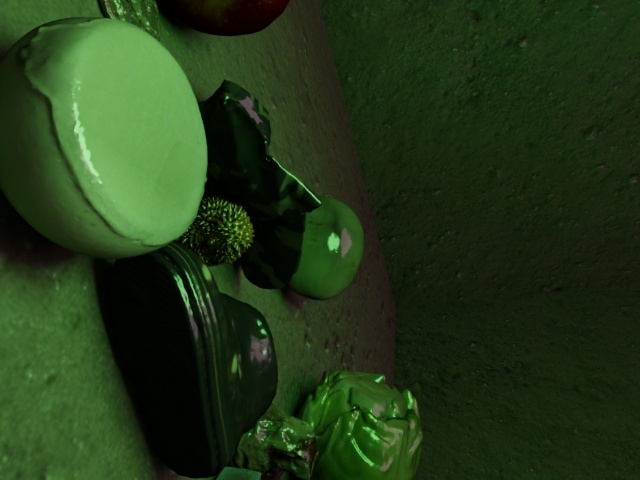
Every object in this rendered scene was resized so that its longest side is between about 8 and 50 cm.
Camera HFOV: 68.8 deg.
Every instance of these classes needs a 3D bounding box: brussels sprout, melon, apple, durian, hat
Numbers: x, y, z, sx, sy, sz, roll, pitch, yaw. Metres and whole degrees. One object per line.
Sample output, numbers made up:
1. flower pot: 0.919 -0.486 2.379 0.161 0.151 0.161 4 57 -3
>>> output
1. brussels sprout: 0.096 0.574 1.295 0.425 0.343 0.360 11 99 -69
2. melon: 0.000 0.015 1.341 0.272 0.272 0.307 4 71 -74
3. apple: -0.183 -0.554 0.923 0.316 0.289 0.288 -100 172 -55
4. durian: -0.198 -0.012 0.833 0.168 0.158 0.136 -142 -123 -76
5. hat: -0.158 -0.091 0.959 0.258 0.381 0.366 14 28 -32

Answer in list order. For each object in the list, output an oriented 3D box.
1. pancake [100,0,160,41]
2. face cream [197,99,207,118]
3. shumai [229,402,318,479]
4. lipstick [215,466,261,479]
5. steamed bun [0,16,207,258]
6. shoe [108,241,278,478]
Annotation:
1. pancake: -0.327 -0.403 0.811 0.158 0.028 0.158 -5 90 -75
2. face cream: -0.240 -0.251 0.988 0.198 0.057 0.084 -63 142 -61
3. shumai: -0.087 0.426 0.977 0.205 0.176 0.166 71 19 -44
4. lipstick: -0.169 0.465 0.705 0.371 0.080 0.076 17 81 -85
5. steamed bun: -0.274 -0.116 0.575 0.283 0.177 0.282 -5 90 -71
6. shoe: -0.184 0.161 0.762 0.237 0.172 0.383 -42 125 -63
